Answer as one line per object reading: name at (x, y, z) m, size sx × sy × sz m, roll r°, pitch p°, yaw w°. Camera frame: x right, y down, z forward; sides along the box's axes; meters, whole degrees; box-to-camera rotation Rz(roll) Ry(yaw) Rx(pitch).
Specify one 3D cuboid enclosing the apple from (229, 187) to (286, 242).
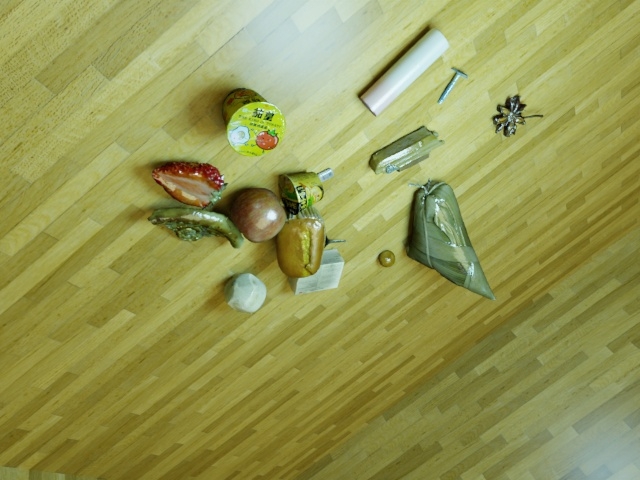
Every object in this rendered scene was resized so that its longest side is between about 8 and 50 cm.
apple at (-0.217, -0.090, 1.621) m, size 0.174 × 0.188 × 0.188 m, roll -33°, pitch 138°, yaw -4°

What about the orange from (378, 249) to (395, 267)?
orange at (0.317, 0.087, 2.186) m, size 0.085 × 0.085 × 0.084 m, roll -17°, pitch 135°, yaw -17°

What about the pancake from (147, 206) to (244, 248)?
pancake at (-0.422, -0.035, 1.600) m, size 0.377 × 0.054 × 0.197 m, roll 17°, pitch 144°, yaw -38°

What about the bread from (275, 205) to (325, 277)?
bread at (-0.072, 0.011, 1.775) m, size 0.205 × 0.156 × 0.287 m, roll -1°, pitch 122°, yaw -8°

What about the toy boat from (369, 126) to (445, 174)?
toy boat at (0.341, -0.339, 1.798) m, size 0.310 × 0.089 × 0.115 m, roll -30°, pitch 140°, yaw -4°

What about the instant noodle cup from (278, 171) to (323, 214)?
instant noodle cup at (-0.069, -0.181, 1.669) m, size 0.122 × 0.151 × 0.151 m, roll -23°, pitch 138°, yaw -28°

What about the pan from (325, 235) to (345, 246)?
pan at (-0.008, 0.013, 1.939) m, size 0.202 × 0.048 × 0.128 m, roll 15°, pitch 121°, yaw -37°

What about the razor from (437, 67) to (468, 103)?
razor at (0.484, -0.569, 1.716) m, size 0.068 × 0.040 × 0.135 m, roll 7°, pitch 129°, yaw -35°

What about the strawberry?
strawberry at (-0.424, -0.188, 1.479) m, size 0.228 × 0.097 × 0.174 m, roll 8°, pitch 141°, yaw -21°

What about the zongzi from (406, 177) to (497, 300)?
zongzi at (0.605, -0.032, 1.972) m, size 0.218 × 0.467 × 0.499 m, roll -36°, pitch 141°, yaw -30°

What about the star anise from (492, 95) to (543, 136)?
star anise at (0.817, -0.507, 1.935) m, size 0.234 × 0.073 × 0.177 m, roll 25°, pitch 105°, yaw -25°

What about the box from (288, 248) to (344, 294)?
box at (-0.020, 0.138, 2.014) m, size 0.212 × 0.095 × 0.168 m, roll -7°, pitch 130°, yaw -25°

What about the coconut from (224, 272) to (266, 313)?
coconut at (-0.312, 0.212, 1.862) m, size 0.161 × 0.161 × 0.162 m, roll -38°, pitch 135°, yaw 5°

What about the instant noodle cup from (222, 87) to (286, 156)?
instant noodle cup at (-0.215, -0.368, 1.398) m, size 0.182 × 0.144 × 0.182 m, roll -17°, pitch 136°, yaw -17°

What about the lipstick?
lipstick at (0.281, -0.566, 1.555) m, size 0.327 × 0.087 × 0.087 m, roll -42°, pitch 137°, yaw 10°

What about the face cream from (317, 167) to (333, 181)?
face cream at (0.008, -0.242, 1.737) m, size 0.083 × 0.021 × 0.040 m, roll -27°, pitch 137°, yaw -7°
